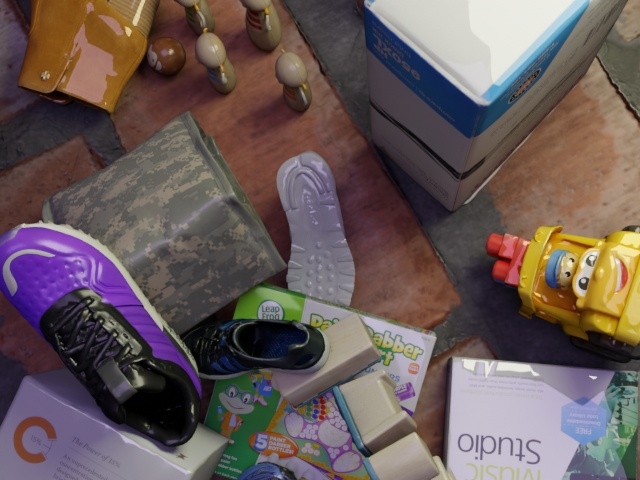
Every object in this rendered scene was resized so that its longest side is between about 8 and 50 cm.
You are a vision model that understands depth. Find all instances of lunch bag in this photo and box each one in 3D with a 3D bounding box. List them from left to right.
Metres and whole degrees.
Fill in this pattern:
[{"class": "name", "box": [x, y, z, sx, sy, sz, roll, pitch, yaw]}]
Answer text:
[{"class": "lunch bag", "box": [-0.210, -0.023, 1.050, 0.235, 0.169, 0.287, -33, 42, 0]}]

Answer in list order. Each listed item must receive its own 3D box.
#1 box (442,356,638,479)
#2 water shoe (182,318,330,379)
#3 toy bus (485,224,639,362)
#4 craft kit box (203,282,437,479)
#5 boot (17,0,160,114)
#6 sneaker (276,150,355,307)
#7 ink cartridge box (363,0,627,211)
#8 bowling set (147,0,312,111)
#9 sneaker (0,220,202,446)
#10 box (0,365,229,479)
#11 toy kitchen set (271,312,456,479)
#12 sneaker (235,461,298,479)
[{"class": "box", "box": [0.265, 0.312, 1.024, 0.233, 0.058, 0.321, 4, 81, 4]}, {"class": "water shoe", "box": [-0.090, 0.114, 0.959, 0.203, 0.080, 0.072, -7, 61, 24]}, {"class": "toy bus", "box": [0.298, 0.042, 1.000, 0.212, 0.220, 0.149, 20, 85, 13]}, {"class": "craft kit box", "box": [-0.008, 0.198, 1.038, 0.250, 0.061, 0.246, 15, 90, 6]}, {"class": "boot", "box": [-0.381, -0.311, 1.161, 0.295, 0.104, 0.211, 25, 85, 9]}, {"class": "sneaker", "box": [0.000, 0.000, 1.089, 0.090, 0.095, 0.234, -3, 99, 6]}, {"class": "ink cartridge box", "box": [0.204, -0.227, 0.965, 0.166, 0.395, 0.285, 43, 84, 12]}, {"class": "bowling set", "box": [-0.141, -0.278, 1.113, 0.200, 0.154, 0.286, -26, 78, -3]}, {"class": "sneaker", "box": [-0.216, 0.105, 0.851, 0.102, 0.146, 0.293, -38, 118, 4]}, {"class": "box", "box": [-0.289, 0.346, 0.961, 0.215, 0.168, 0.345, 27, 92, 8]}, {"class": "toy kitchen set", "box": [0.056, 0.225, 0.975, 0.122, 0.166, 0.207, -30, 51, 6]}, {"class": "sneaker", "box": [-0.101, 0.358, 0.991, 0.083, 0.087, 0.221, 36, 101, -4]}]
